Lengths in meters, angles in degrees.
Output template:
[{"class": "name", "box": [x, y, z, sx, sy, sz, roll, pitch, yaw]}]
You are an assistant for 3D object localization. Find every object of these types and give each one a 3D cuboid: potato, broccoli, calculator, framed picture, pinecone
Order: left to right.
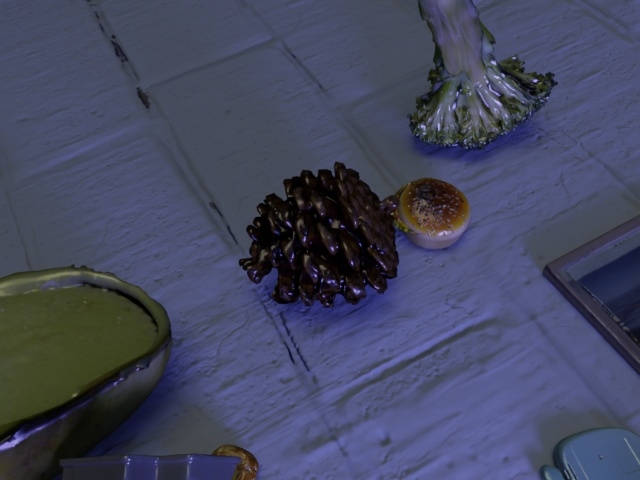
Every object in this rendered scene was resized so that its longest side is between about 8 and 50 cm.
[{"class": "potato", "box": [-0.361, 0.204, 0.898, 0.280, 0.212, 0.330, -16, 41, -28]}, {"class": "pinecone", "box": [0.005, -0.008, 0.979, 0.258, 0.243, 0.243, -2, 50, 31]}, {"class": "broccoli", "box": [0.238, -0.329, 1.124, 0.252, 0.361, 0.221, -13, 48, 47]}, {"class": "calculator", "box": [0.371, 0.302, 0.823, 0.153, 0.021, 0.095, -13, 52, -7]}, {"class": "framed picture", "box": [0.636, 0.063, 0.969, 0.447, 0.028, 0.326, -26, 55, -13]}]

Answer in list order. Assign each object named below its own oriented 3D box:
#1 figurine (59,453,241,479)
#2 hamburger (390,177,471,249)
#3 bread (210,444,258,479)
[{"class": "figurine", "box": [-0.202, 0.396, 0.708, 0.343, 0.167, 0.284, -5, 67, 1]}, {"class": "hamburger", "box": [0.191, -0.051, 1.074, 0.141, 0.081, 0.126, 26, 60, 22]}, {"class": "bread", "box": [-0.126, 0.323, 0.851, 0.081, 0.046, 0.083, -17, 55, 1]}]
